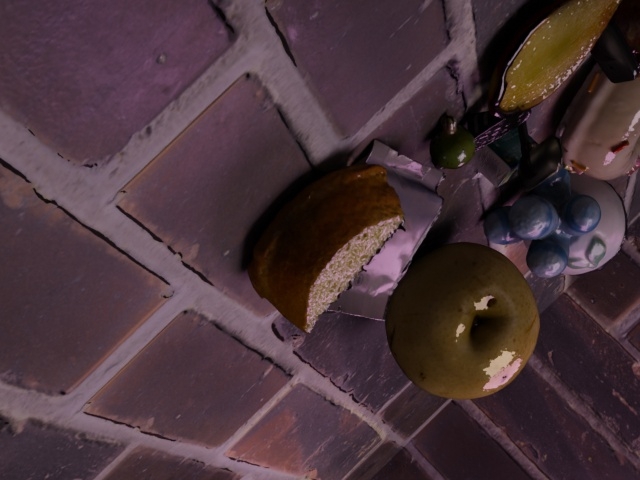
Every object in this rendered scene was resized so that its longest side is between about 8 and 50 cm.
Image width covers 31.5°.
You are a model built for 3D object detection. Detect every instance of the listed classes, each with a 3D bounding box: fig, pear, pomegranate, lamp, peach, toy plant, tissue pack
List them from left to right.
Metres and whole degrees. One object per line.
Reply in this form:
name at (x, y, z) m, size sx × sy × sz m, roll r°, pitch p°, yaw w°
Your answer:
pomegranate at (0.197, -0.148, 1.739) m, size 0.073 × 0.073 × 0.084 m, roll -47°, pitch 125°, yaw 7°
pear at (0.267, 0.154, 2.181) m, size 0.309 × 0.309 × 0.309 m, roll -39°, pitch 161°, yaw -16°
tissue pack at (0.309, -0.142, 1.946) m, size 0.111 × 0.085 × 0.079 m, roll -28°, pitch 156°, yaw -43°
peach at (0.340, -0.302, 1.699) m, size 0.279 × 0.068 × 0.189 m, roll -41°, pitch 154°, yaw -7°
toy plant at (0.474, -0.044, 2.332) m, size 0.247 × 0.247 × 0.332 m, roll -50°, pitch 154°, yaw 17°
lamp at (0.399, -0.226, 1.800) m, size 0.283 × 0.124 × 0.203 m, roll -50°, pitch -171°, yaw -5°
fig at (0.570, -0.362, 1.947) m, size 0.160 × 0.143 × 0.230 m, roll -20°, pitch -172°, yaw 38°

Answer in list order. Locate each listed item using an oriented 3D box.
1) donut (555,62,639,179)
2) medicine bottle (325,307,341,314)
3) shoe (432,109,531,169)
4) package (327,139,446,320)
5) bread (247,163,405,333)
donut at (0.609, -0.268, 2.180) m, size 0.382 × 0.142 × 0.383 m, roll -41°, pitch 158°, yaw -20°
medicine bottle at (0.054, 0.043, 1.773) m, size 0.168 × 0.105 × 0.105 m, roll -24°, pitch 152°, yaw -48°
shoe at (0.247, -0.178, 1.808) m, size 0.179 × 0.049 × 0.071 m, roll -32°, pitch 163°, yaw 27°
package at (0.082, -0.010, 1.675) m, size 0.204 × 0.062 × 0.251 m, roll 17°, pitch 96°, yaw -52°
bread at (-0.008, 0.003, 1.527) m, size 0.260 × 0.129 × 0.134 m, roll -51°, pitch 153°, yaw 16°
